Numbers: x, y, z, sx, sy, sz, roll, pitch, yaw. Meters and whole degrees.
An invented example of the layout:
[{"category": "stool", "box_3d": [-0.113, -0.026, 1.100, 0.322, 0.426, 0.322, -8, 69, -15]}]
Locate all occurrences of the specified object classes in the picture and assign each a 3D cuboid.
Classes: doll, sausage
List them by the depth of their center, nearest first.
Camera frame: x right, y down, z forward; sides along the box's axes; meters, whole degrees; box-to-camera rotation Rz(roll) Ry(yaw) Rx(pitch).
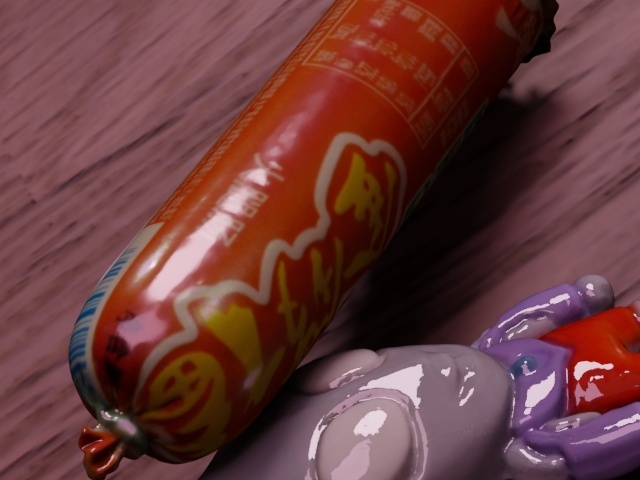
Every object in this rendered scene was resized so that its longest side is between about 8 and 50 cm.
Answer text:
[{"category": "doll", "box_3d": [0.030, 0.073, 0.667, 0.227, 0.075, 0.102, -22, 31, 2]}, {"category": "sausage", "box_3d": [-0.008, -0.014, 0.695, 0.083, 0.083, 0.264, 8, 46, 35]}]
